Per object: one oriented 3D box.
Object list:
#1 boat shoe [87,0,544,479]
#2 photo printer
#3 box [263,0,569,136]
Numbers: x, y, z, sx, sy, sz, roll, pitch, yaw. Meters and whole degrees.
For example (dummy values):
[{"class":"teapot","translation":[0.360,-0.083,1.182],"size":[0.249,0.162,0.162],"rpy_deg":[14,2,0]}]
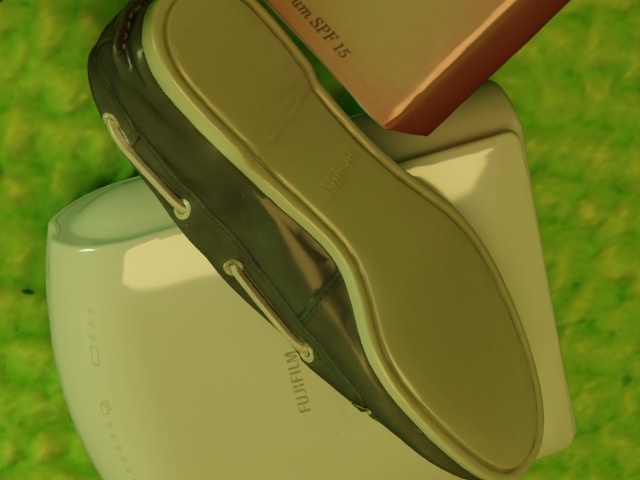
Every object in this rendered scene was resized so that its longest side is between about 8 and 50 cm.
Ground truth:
[{"class":"boat shoe","translation":[0.000,0.000,0.908],"size":[0.335,0.095,0.112],"rpy_deg":[52,55,-15]},{"class":"photo printer","translation":[-0.009,0.056,1.029],"size":[0.308,0.107,0.256],"rpy_deg":[-15,118,-4]},{"class":"box","translation":[0.080,-0.186,0.883],"size":[0.232,0.127,0.148],"rpy_deg":[-44,82,12]}]
